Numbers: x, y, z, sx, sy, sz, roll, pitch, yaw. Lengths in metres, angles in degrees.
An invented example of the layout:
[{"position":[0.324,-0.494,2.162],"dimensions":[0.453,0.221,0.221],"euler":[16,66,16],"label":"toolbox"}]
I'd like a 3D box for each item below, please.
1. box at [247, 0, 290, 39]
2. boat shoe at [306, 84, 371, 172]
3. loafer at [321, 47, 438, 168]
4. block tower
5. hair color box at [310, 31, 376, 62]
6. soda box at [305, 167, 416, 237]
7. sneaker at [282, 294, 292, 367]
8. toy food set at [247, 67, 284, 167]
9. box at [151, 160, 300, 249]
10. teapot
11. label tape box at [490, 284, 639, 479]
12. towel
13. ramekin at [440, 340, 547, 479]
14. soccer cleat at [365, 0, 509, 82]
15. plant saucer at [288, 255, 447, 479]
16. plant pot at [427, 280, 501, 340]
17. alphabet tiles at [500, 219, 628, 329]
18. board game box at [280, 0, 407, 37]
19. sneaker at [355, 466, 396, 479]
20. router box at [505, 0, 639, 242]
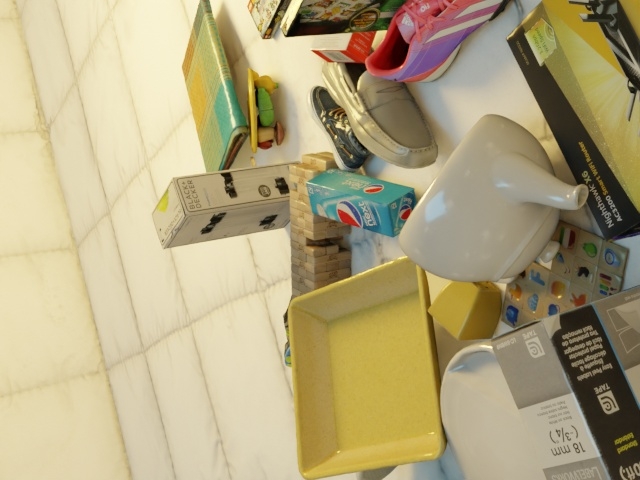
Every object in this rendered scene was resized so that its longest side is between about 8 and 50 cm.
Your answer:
[{"position":[-0.104,-0.492,1.751],"dimensions":[0.094,0.027,0.137],"euler":[66,147,22],"label":"box"},{"position":[0.041,-0.221,1.571],"dimensions":[0.183,0.065,0.083],"euler":[63,146,11],"label":"boat shoe"},{"position":[0.095,-0.239,1.425],"dimensions":[0.319,0.112,0.111],"euler":[53,149,37],"label":"loafer"},{"position":[0.000,0.000,1.680],"dimensions":[0.097,0.091,0.335],"euler":[23,119,55],"label":"block tower"},{"position":[0.056,-0.380,1.417],"dimensions":[0.093,0.053,0.167],"euler":[15,83,48],"label":"hair color box"},{"position":[0.072,-0.069,1.513],"dimensions":[0.210,0.071,0.067],"euler":[18,129,46],"label":"soda box"},{"position":[-0.046,0.195,1.861],"dimensions":[0.078,0.067,0.188],"euler":[-112,23,-60],"label":"sneaker"},{"position":[-0.116,-0.257,1.822],"dimensions":[0.128,0.071,0.217],"euler":[-128,35,-76],"label":"toy food set"},{"position":[-0.183,-0.074,1.762],"dimensions":[0.169,0.290,0.087],"euler":[-46,61,55],"label":"box"},{"position":[0.238,-0.032,1.165],"dimensions":[0.187,0.256,0.252],"euler":[35,114,7],"label":"teapot"},{"position":[0.371,0.230,0.994],"dimensions":[0.106,0.241,0.333],"euler":[-38,69,54],"label":"label tape box"},{"position":[-0.250,-0.335,1.984],"dimensions":[0.271,0.040,0.370],"euler":[126,133,-57],"label":"towel"},{"position":[0.303,0.261,1.216],"dimensions":[0.273,0.127,0.272],"euler":[35,132,50],"label":"ramekin"},{"position":[0.178,-0.340,1.248],"dimensions":[0.318,0.116,0.108],"euler":[-50,57,53],"label":"soccer cleat"},{"position":[0.088,0.227,1.474],"dimensions":[0.333,0.081,0.332],"euler":[-23,63,42],"label":"plant saucer"},{"position":[0.235,0.099,1.339],"dimensions":[0.081,0.081,0.083],"euler":[46,123,43],"label":"plant pot"},{"position":[0.340,0.087,1.227],"dimensions":[0.198,0.009,0.237],"euler":[33,127,50],"label":"alphabet tiles"},{"position":[0.077,-0.362,1.268],"dimensions":[0.030,0.260,0.136],"euler":[64,146,22],"label":"board game box"},{"position":[0.102,0.310,1.605],"dimensions":[0.147,0.105,0.295],"euler":[41,125,48],"label":"sneaker"},{"position":[0.375,-0.188,1.006],"dimensions":[0.243,0.081,0.308],"euler":[-47,60,54],"label":"router box"}]
